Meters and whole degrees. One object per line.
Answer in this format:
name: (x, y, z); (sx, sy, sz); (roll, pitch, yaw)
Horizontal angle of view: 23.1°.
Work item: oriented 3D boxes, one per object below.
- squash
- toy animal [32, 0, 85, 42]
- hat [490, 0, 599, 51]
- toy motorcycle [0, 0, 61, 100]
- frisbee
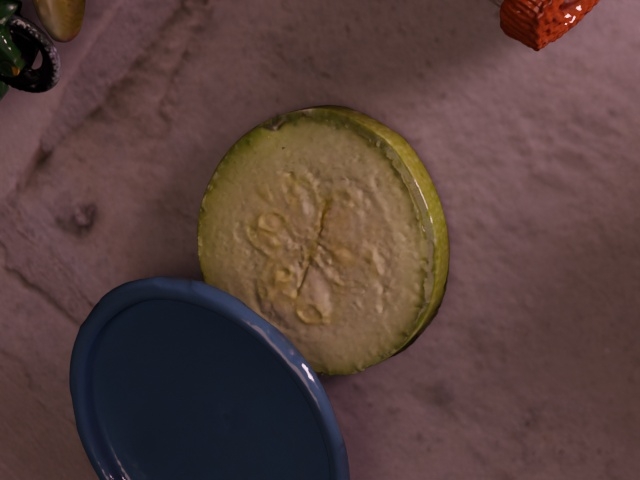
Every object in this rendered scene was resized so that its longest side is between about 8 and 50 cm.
squash: (-0.002, 0.001, 1.264); (0.219, 0.041, 0.219); (6, 104, 24)
toy animal: (-0.233, -0.313, 1.239); (0.363, 0.180, 0.181); (40, 125, -13)
hat: (0.132, -0.220, 1.122); (0.112, 0.093, 0.162); (-46, 74, 0)
toy motorcycle: (-0.351, -0.174, 1.317); (0.275, 0.124, 0.187); (-13, 124, 38)
frisbee: (-0.090, 0.158, 1.331); (0.290, 0.049, 0.289); (15, 120, 28)
